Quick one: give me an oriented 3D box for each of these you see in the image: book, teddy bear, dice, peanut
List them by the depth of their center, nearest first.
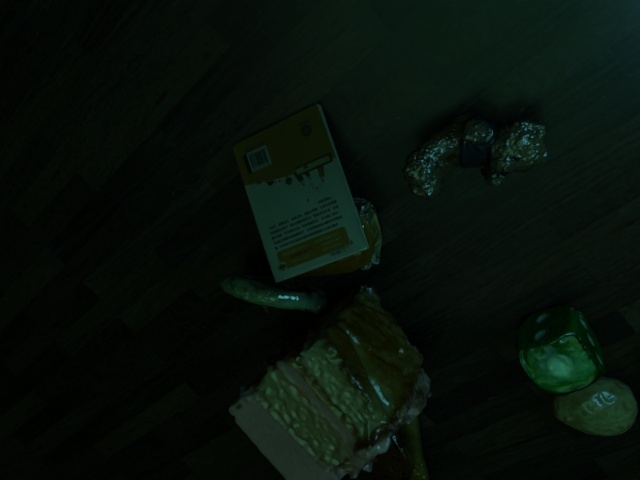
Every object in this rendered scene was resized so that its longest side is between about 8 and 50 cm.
[{"bbox_3d":[0.262,-0.160,1.016,0.251,0.182,0.129,-8,78,22],"label":"teddy bear"},{"bbox_3d":[-0.045,-0.088,1.128,0.208,0.020,0.295,-21,83,22],"label":"book"},{"bbox_3d":[0.469,0.213,1.144,0.131,0.120,0.128,-32,105,31],"label":"dice"},{"bbox_3d":[0.556,0.336,1.185,0.159,0.109,0.140,-12,112,21],"label":"peanut"}]

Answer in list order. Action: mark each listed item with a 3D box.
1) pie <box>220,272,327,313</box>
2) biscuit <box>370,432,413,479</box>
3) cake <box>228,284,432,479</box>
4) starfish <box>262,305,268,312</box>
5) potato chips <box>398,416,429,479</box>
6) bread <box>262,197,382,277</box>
[{"bbox_3d":[-0.095,0.107,1.219,0.241,0.240,0.054,11,91,12],"label":"pie"},{"bbox_3d":[0.136,0.498,1.406,0.212,0.036,0.212,28,133,35],"label":"biscuit"},{"bbox_3d":[0.031,0.308,1.189,0.307,0.314,0.293,-42,83,26],"label":"cake"},{"bbox_3d":[-0.131,0.130,1.352,0.092,0.016,0.086,19,119,1],"label":"starfish"},{"bbox_3d":[0.223,0.503,1.401,0.057,0.080,0.406,-10,113,4],"label":"potato chips"},{"bbox_3d":[0.000,0.000,1.190,0.241,0.107,0.136,-8,111,22],"label":"bread"}]
